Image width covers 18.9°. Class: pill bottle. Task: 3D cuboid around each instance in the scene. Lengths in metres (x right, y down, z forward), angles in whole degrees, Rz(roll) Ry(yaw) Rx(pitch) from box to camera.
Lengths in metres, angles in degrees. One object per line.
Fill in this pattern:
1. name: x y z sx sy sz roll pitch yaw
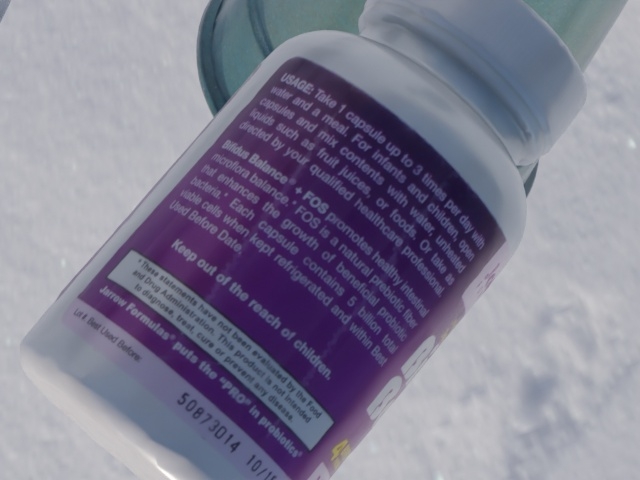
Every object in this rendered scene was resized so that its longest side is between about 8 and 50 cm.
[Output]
1. pill bottle: 0.000 0.000 0.998 0.301 0.169 0.169 -50 120 -11

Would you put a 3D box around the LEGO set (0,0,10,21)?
1. LEGO set: -0.142 -0.122 0.688 0.087 0.227 0.093 27 83 -14

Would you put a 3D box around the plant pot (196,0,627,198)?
1. plant pot: 0.112 -0.223 1.635 0.341 0.341 0.334 16 140 -18
